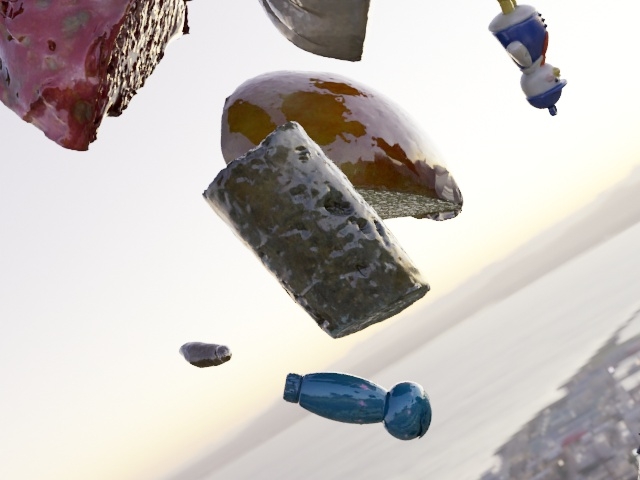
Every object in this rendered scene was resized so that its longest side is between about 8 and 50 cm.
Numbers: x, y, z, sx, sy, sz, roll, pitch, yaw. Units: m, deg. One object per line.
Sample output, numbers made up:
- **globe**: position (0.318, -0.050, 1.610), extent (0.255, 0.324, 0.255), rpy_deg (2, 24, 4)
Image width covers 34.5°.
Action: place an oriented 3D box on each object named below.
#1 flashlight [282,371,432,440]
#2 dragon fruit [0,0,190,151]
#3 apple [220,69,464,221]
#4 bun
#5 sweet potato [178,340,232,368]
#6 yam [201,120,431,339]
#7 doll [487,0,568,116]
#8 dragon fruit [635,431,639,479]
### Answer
- **flashlight**: position (0.031, 0.137, 0.876), extent (0.129, 0.051, 0.051), rpy_deg (10, -4, 4)
- **dragon fruit**: position (-0.252, -0.219, 0.996), extent (0.262, 0.211, 0.134), rpy_deg (-72, -8, -51)
- **apple**: position (0.034, -0.089, 1.178), extent (0.179, 0.254, 0.346), rpy_deg (-46, -24, 17)
- **bun**: position (-0.018, -0.312, 1.002), extent (0.175, 0.263, 0.263), rpy_deg (9, -5, 3)
- **sweet potato**: position (-0.155, 0.160, 1.434), extent (0.041, 0.038, 0.153), rpy_deg (-20, 8, -32)
- **yam**: position (0.000, 0.000, 0.892), extent (0.107, 0.194, 0.107), rpy_deg (-41, -3, -3)
- **doll**: position (0.215, -0.192, 1.061), extent (0.057, 0.143, 0.099), rpy_deg (-18, 16, 28)
- **dragon fruit**: position (0.622, 0.380, 1.525), extent (0.204, 0.282, 0.221), rpy_deg (116, 177, -82)
